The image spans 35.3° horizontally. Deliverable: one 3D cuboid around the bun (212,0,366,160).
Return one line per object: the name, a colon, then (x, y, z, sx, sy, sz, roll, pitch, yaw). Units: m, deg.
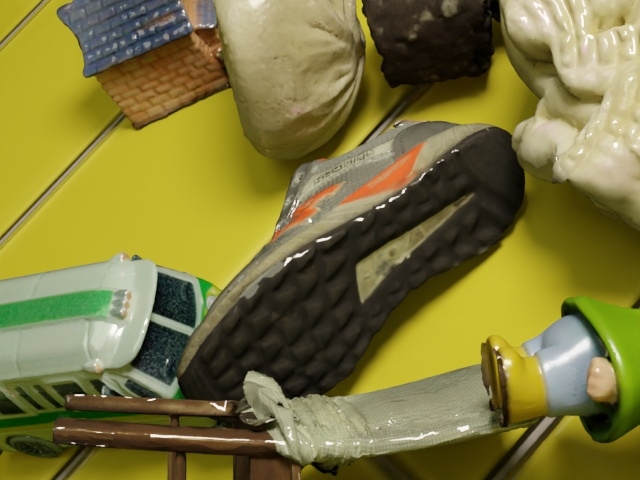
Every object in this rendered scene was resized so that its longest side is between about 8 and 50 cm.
bun: (-0.025, -0.195, 0.959, 0.133, 0.231, 0.231, -10, 52, 4)

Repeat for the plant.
plant: (0.170, -0.242, 0.917, 0.274, 0.146, 0.149, -19, 62, 15)

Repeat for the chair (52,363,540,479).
chair: (-0.019, 0.183, 0.703, 0.319, 0.160, 0.186, 1, 91, -10)

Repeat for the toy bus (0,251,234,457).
toy bus: (-0.214, 0.102, 0.889, 0.276, 0.165, 0.134, -11, 55, 26)

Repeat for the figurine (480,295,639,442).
figurine: (0.234, 0.072, 0.618, 0.263, 0.162, 0.143, -7, 89, 0)

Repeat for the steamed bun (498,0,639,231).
steamed bun: (0.272, -0.148, 0.744, 0.275, 0.206, 0.320, -17, 78, 33)

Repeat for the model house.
model house: (-0.192, -0.264, 1.132, 0.166, 0.172, 0.183, -23, 49, 18)

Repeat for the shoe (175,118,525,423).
shoe: (0.000, 0.000, 0.848, 0.336, 0.132, 0.171, -38, 37, -10)
